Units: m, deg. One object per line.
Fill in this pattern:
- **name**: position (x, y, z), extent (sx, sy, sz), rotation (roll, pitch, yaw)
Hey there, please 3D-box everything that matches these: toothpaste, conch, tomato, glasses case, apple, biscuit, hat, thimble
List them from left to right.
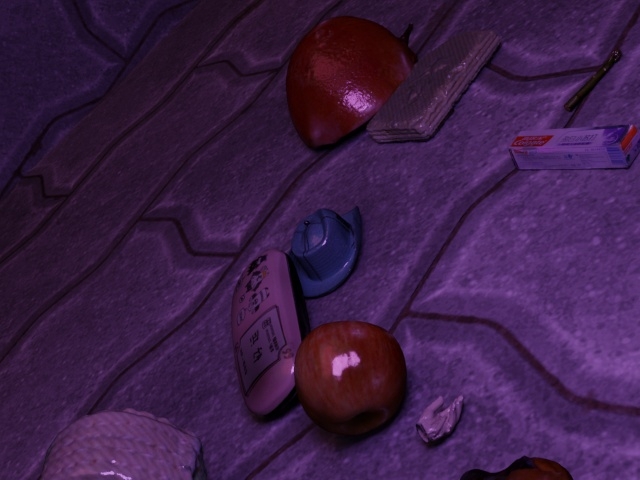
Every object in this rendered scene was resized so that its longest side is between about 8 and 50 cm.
- **thimble**: position (-0.253, 0.324, 1.256), extent (0.219, 0.219, 0.150), rotation (-29, 30, 21)
- **glasses case**: position (-0.074, 0.127, 1.436), extent (0.122, 0.075, 0.314), rotation (-49, 29, 23)
- **hat**: position (0.000, 0.000, 1.542), extent (0.138, 0.078, 0.191), rotation (-31, 29, 27)
- **tomato**: position (0.028, -0.329, 1.874), extent (0.309, 0.170, 0.309), rotation (-33, 22, 15)
- **apple**: position (0.036, 0.168, 1.197), extent (0.146, 0.146, 0.131), rotation (-25, 52, 26)
- **biscuit**: position (0.199, -0.275, 1.720), extent (0.252, 0.052, 0.150), rotation (-51, 29, -19)
- **conch**: position (0.206, 0.249, 0.941), extent (0.086, 0.080, 0.233), rotation (-36, 27, -8)
- **toothpaste**: position (0.347, -0.127, 1.346), extent (0.196, 0.040, 0.047), rotation (5, 49, 54)

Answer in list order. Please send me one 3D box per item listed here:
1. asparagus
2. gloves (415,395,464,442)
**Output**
- **asparagus**: position (0.408, -0.240, 1.455), extent (0.015, 0.018, 0.127), rotation (38, 78, 26)
- **gloves**: position (0.135, 0.206, 1.129), extent (0.081, 0.037, 0.044), rotation (-35, 53, -11)
